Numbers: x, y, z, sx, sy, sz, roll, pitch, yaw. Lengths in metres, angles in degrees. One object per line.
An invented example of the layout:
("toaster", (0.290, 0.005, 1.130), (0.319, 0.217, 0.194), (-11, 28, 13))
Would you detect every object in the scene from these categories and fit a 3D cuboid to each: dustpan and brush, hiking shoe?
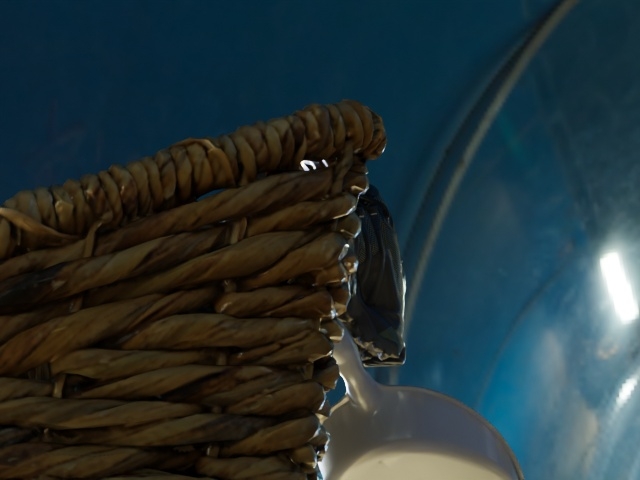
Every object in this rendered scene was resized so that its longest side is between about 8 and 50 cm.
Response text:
("dustpan and brush", (0.041, 0.125, 0.867), (0.147, 0.060, 0.211), (-18, -42, 14))
("hiking shoe", (0.000, 0.000, 0.900), (0.086, 0.114, 0.227), (-4, -32, 22))

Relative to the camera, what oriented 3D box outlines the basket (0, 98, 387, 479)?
("basket", (-0.132, 0.063, 0.535), (0.213, 0.223, 0.299), (14, -20, -17))
